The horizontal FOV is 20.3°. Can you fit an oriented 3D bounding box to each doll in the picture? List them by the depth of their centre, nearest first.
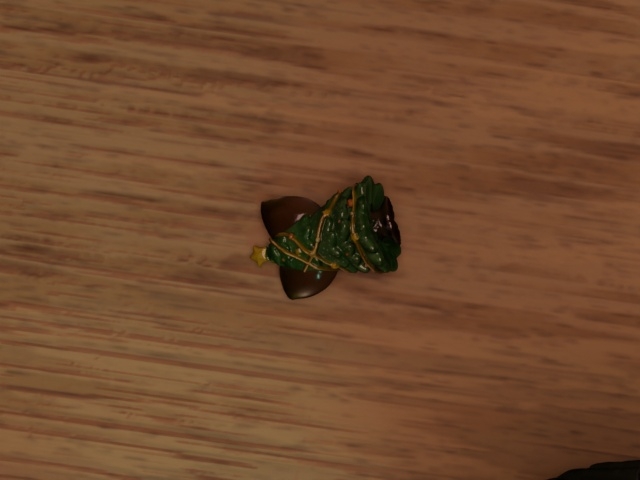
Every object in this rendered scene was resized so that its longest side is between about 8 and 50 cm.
[{"bbox_3d":[0.003,0.000,1.308,0.113,0.076,0.078,-17,96,-1],"label":"doll"}]

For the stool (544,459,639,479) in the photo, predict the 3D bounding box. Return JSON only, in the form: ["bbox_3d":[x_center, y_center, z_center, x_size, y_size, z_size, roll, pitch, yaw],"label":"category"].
[{"bbox_3d":[0.230,0.277,1.171,0.297,0.330,0.297,0,87,0],"label":"stool"}]
